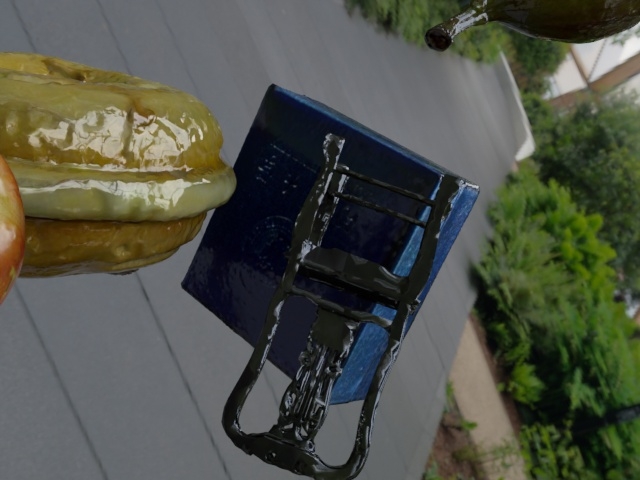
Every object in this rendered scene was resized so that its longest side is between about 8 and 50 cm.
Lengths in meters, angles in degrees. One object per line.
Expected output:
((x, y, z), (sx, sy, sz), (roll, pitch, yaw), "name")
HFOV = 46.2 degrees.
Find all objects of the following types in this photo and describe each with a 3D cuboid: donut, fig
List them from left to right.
((-0.313, -0.095, 0.812), (0.449, 0.448, 0.198), (-32, 135, -71), "donut")
((0.244, -0.309, 0.861), (0.217, 0.320, 0.217), (56, -15, 24), "fig")

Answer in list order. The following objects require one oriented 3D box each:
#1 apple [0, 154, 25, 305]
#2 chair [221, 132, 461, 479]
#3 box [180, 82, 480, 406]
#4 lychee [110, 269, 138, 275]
((-0.258, -0.002, 0.440), (0.163, 0.139, 0.163), (58, 16, -26), "apple")
((0.016, 0.050, 0.551), (0.113, 0.106, 0.229), (68, 42, -79), "chair")
((0.000, 0.000, 0.872), (0.261, 0.279, 0.116), (34, 13, 34), "box")
((-0.306, -0.004, 1.128), (0.114, 0.114, 0.146), (57, -10, -29), "lychee")
